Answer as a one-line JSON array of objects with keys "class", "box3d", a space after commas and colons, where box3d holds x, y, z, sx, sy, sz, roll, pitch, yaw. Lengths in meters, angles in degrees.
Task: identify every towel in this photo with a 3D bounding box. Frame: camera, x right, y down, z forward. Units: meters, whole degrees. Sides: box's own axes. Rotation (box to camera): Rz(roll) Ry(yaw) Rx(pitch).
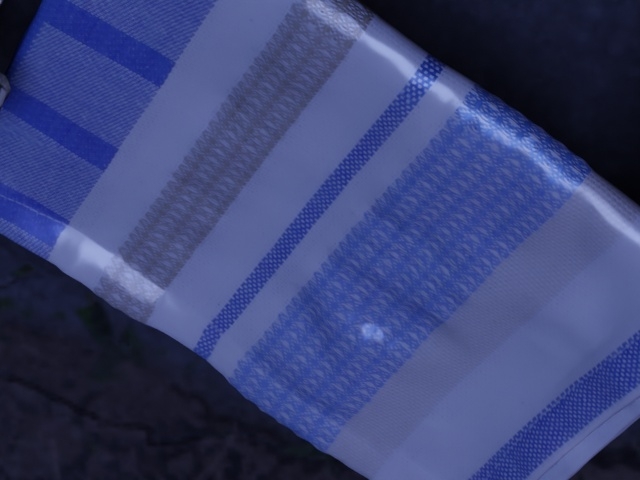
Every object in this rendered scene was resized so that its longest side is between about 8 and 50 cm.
[{"class": "towel", "box3d": [0.000, 0.000, 0.750, 0.285, 0.034, 0.209, 36, 137, -4]}]

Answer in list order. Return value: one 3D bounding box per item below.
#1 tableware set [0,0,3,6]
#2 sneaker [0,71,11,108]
[{"class": "tableware set", "box3d": [-0.182, -0.144, 0.779, 0.154, 0.024, 0.104, 34, 99, -3]}, {"class": "sneaker", "box3d": [-0.178, -0.214, 0.705, 0.182, 0.158, 0.410, 1, 100, -18]}]
